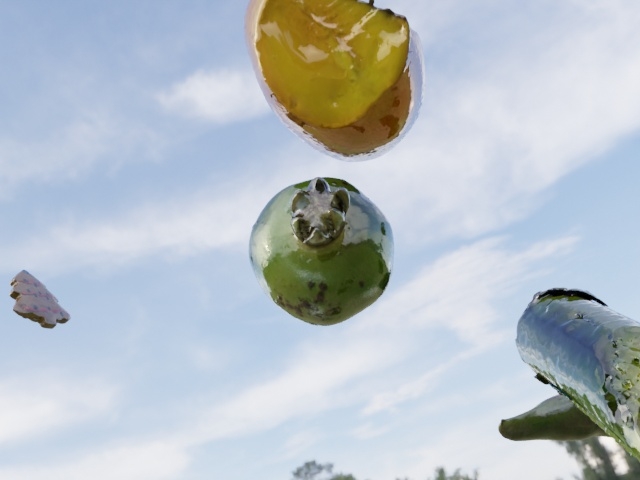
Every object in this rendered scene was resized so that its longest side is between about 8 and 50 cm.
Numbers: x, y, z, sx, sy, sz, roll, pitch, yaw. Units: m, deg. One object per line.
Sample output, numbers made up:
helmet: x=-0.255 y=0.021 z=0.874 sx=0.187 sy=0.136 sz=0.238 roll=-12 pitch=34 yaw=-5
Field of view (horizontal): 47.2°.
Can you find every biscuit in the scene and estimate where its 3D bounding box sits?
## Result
biscuit: x=-0.482 y=0.096 z=1.239 sx=0.019 sy=0.130 sz=0.119 roll=-44 pitch=-25 yaw=9

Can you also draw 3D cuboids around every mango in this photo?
mango: x=0.017 y=-0.160 z=0.716 sx=0.138 sy=0.187 sz=0.257 roll=-52 pitch=-7 yaw=7

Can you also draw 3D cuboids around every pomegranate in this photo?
pomegranate: x=0.000 y=0.000 z=0.537 sx=0.114 sy=0.115 sz=0.142 roll=-15 pitch=-23 yaw=-3

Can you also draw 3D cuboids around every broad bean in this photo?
broad bean: x=0.430 y=0.284 z=1.181 sx=0.338 sy=0.077 sz=0.061 roll=4 pitch=13 yaw=-17

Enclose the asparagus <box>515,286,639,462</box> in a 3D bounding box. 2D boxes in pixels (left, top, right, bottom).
asparagus: x=0.310 y=0.137 z=0.767 sx=0.108 sy=0.129 sz=0.382 roll=28 pitch=5 yaw=-4
